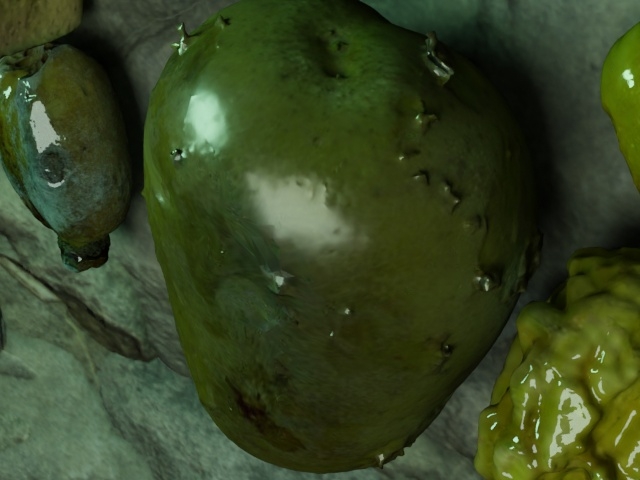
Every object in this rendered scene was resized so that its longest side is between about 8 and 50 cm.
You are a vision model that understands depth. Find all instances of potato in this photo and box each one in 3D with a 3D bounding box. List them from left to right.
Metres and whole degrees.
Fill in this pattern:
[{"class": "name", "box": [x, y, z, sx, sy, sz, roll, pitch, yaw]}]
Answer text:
[{"class": "potato", "box": [0.014, 0.012, 1.053, 0.269, 0.219, 0.359, 26, 137, 30]}]

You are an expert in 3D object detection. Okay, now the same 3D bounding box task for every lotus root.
[{"class": "lotus root", "box": [-0.194, -0.063, 1.229, 0.113, 0.088, 0.192, 21, 131, 43]}]

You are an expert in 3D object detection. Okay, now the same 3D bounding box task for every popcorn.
[{"class": "popcorn", "box": [0.185, 0.101, 1.017, 0.155, 0.197, 0.198, 35, 132, 9]}]

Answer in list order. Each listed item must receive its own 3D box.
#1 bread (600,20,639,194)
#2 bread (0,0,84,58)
[{"class": "bread", "box": [0.312, -0.107, 0.838, 0.383, 0.112, 0.166, -30, 99, 43]}, {"class": "bread", "box": [-0.313, -0.239, 1.142, 0.264, 0.167, 0.163, 24, 128, 21]}]
